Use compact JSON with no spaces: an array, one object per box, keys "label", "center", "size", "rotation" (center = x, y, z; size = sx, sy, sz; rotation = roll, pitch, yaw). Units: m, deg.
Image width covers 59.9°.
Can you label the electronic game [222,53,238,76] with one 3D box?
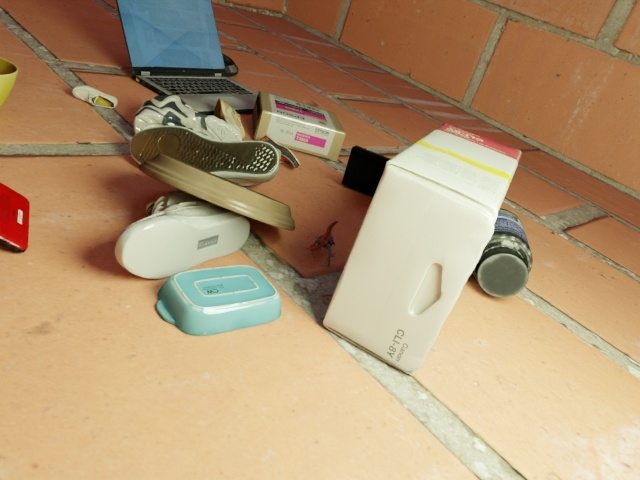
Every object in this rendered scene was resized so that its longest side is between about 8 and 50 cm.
[{"label":"electronic game","center":[-0.392,-0.616,1.897],"size":[0.229,0.048,0.229],"rotation":[18,28,-10]}]

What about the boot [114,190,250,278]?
[{"label":"boot","center":[-0.232,-0.018,0.847],"size":[0.123,0.095,0.258],"rotation":[26,18,25]}]

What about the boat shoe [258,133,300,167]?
[{"label":"boat shoe","center":[-0.103,-0.208,1.338],"size":[0.043,0.049,0.137],"rotation":[-43,60,-14]}]

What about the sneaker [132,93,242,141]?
[{"label":"sneaker","center":[-0.298,-0.274,1.261],"size":[0.234,0.094,0.153],"rotation":[2,39,-14]}]

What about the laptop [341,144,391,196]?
[{"label":"laptop","center":[0.184,-0.159,1.340],"size":[0.234,0.137,0.264],"rotation":[23,26,4]}]

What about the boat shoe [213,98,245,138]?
[{"label":"boat shoe","center":[-0.230,-0.302,1.408],"size":[0.059,0.063,0.170],"rotation":[8,38,-29]}]

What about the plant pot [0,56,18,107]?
[{"label":"plant pot","center":[-0.647,-0.290,1.044],"size":[0.134,0.095,0.134],"rotation":[16,27,-8]}]

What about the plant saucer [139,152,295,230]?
[{"label":"plant saucer","center":[-0.166,-0.085,0.942],"size":[0.277,0.041,0.278],"rotation":[23,2,-1]}]

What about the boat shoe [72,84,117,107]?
[{"label":"boat shoe","center":[-0.520,-0.328,1.277],"size":[0.100,0.035,0.035],"rotation":[18,23,-20]}]

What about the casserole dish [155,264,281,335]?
[{"label":"casserole dish","center":[-0.136,0.076,0.780],"size":[0.188,0.037,0.114],"rotation":[-6,36,-40]}]

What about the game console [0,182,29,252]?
[{"label":"game console","center":[-0.478,-0.027,0.757],"size":[0.124,0.085,0.144],"rotation":[40,10,-40]}]

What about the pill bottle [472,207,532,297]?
[{"label":"pill bottle","center":[0.364,0.024,1.135],"size":[0.122,0.123,0.219],"rotation":[22,26,4]}]

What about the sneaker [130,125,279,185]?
[{"label":"sneaker","center":[-0.229,-0.153,1.117],"size":[0.290,0.106,0.123],"rotation":[9,-10,-3]}]

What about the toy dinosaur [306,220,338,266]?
[{"label":"toy dinosaur","center":[0.000,0.000,0.990],"size":[0.047,0.090,0.082],"rotation":[8,-7,8]}]

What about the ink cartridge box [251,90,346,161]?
[{"label":"ink cartridge box","center":[-0.064,-0.314,1.514],"size":[0.234,0.088,0.193],"rotation":[13,26,-17]}]

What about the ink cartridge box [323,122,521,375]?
[{"label":"ink cartridge box","center":[0.179,-0.014,0.897],"size":[0.160,0.279,0.384],"rotation":[26,27,13]}]

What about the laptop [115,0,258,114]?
[{"label":"laptop","center":[-0.339,-0.556,1.611],"size":[0.407,0.236,0.382],"rotation":[32,29,23]}]
